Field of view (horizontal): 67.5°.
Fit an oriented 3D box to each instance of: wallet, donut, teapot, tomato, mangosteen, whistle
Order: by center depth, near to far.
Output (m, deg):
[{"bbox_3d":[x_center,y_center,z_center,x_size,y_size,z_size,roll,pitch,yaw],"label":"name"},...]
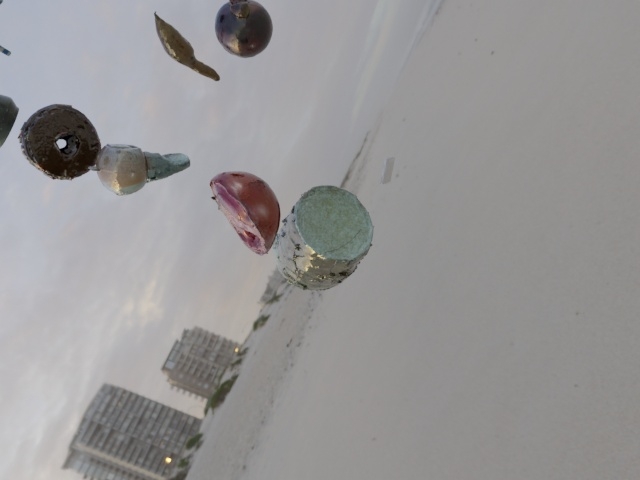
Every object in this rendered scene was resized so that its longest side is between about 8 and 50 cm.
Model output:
[{"bbox_3d":[-0.134,-0.066,0.961,0.099,0.173,0.189,-41,-37,-18],"label":"tomato"},{"bbox_3d":[-0.194,-0.541,1.201,0.152,0.153,0.152,21,-90,-89],"label":"mangosteen"},{"bbox_3d":[-1.003,-0.362,1.344,0.203,0.225,0.170,-20,55,39],"label":"teapot"},{"bbox_3d":[0.199,-0.206,1.416,0.044,0.011,0.083,-19,-53,-41],"label":"wallet"},{"bbox_3d":[-0.609,-0.243,1.636,0.348,0.189,0.189,-12,-46,-42],"label":"whistle"},{"bbox_3d":[-0.908,-0.342,1.678,0.270,0.103,0.269,-19,-65,-48],"label":"donut"}]

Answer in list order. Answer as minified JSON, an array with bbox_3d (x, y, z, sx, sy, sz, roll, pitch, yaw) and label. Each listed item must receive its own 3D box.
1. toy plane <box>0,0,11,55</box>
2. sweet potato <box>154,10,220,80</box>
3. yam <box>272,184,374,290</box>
[{"bbox_3d":[-0.796,-0.418,1.052,0.182,0.107,0.273,-19,-42,-44],"label":"toy plane"},{"bbox_3d":[-0.416,-0.570,1.463,0.269,0.075,0.074,40,-116,-44],"label":"sweet potato"},{"bbox_3d":[0.000,0.000,1.276,0.348,0.241,0.240,125,167,-71],"label":"yam"}]
